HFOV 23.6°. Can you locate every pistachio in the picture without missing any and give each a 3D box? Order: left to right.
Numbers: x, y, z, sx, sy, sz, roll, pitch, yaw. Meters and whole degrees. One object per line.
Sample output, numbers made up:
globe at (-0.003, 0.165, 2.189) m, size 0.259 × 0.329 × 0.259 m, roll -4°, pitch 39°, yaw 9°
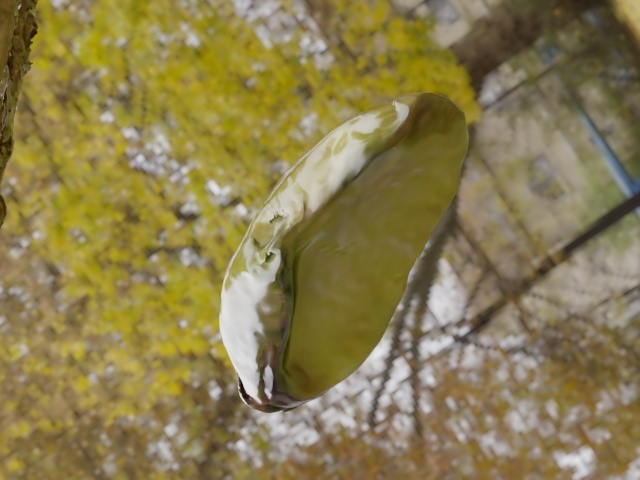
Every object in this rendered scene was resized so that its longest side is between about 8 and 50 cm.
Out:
pistachio at (0.000, 0.000, 0.661) m, size 0.089 × 0.173 × 0.049 m, roll -1°, pitch -144°, yaw -43°

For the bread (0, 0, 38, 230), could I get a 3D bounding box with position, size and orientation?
bread at (-0.226, -0.033, 0.703) m, size 0.185 × 0.109 × 0.381 m, roll 12°, pitch -98°, yaw -25°
